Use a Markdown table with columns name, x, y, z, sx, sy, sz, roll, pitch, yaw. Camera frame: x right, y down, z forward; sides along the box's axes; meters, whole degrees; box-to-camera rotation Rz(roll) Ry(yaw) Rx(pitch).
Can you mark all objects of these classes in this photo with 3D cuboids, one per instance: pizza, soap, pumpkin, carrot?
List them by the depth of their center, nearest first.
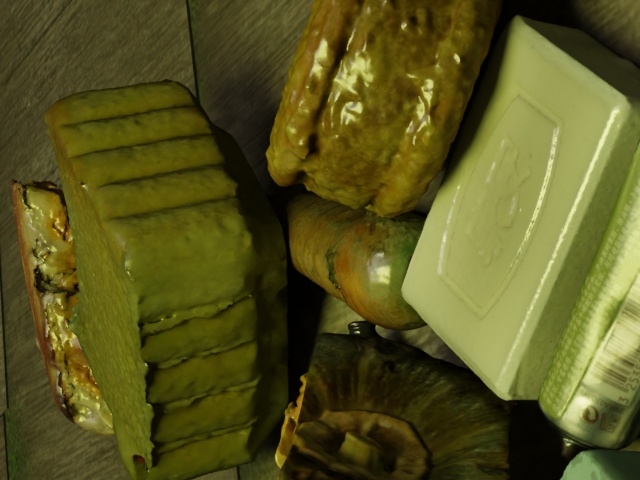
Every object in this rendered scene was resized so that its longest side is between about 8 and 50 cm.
| name | x | y | z | sx | sy | sz | roll | pitch | yaw |
| --- | --- | --- | --- | --- | --- | --- | --- | --- | --- |
| pumpkin | 0.025 | 0.193 | 0.876 | 0.280 | 0.139 | 0.190 | -68 | -11 | -66 |
| soap | 0.122 | -0.017 | 0.894 | 0.121 | 0.063 | 0.183 | 49 | 126 | 51 |
| carrot | 0.000 | 0.000 | 1.099 | 0.298 | 0.078 | 0.078 | 19 | 103 | 64 |
| pizza | -0.215 | 0.047 | 1.433 | 0.161 | 0.085 | 0.305 | 94 | 160 | -47 |

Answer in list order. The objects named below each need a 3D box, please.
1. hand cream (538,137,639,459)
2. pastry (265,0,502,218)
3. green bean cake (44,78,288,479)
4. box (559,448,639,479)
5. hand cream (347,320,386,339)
| name | x | y | z | sx | sy | sz | roll | pitch | yaw |
| --- | --- | --- | --- | --- | --- | --- | --- | --- | --- |
| hand cream | 0.175 | 0.011 | 0.816 | 0.086 | 0.055 | 0.235 | 31 | 115 | 23 |
| pastry | 0.038 | -0.105 | 0.949 | 0.189 | 0.103 | 0.189 | -160 | 90 | -88 |
| green bean cake | -0.111 | 0.027 | 1.164 | 0.233 | 0.124 | 0.236 | -122 | 25 | -48 |
| box | 0.168 | 0.206 | 0.727 | 0.162 | 0.130 | 0.227 | -126 | 46 | -67 |
| hand cream | 0.034 | 0.145 | 1.042 | 0.087 | 0.054 | 0.186 | -7 | 87 | 54 |
